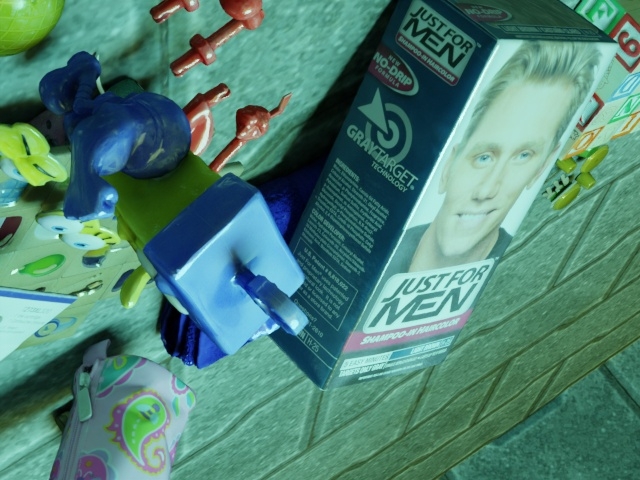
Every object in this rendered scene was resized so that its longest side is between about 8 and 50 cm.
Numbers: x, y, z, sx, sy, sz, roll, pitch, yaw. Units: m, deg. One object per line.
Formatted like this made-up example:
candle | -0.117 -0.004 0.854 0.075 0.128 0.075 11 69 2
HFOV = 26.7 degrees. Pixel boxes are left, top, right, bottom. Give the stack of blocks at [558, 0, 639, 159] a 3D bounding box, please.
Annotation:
stack of blocks | 0.355 -0.202 1.410 0.297 0.087 0.171 -21 155 -40

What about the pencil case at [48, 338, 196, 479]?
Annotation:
pencil case | -0.191 0.230 1.158 0.124 0.284 0.124 7 143 5

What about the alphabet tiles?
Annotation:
alphabet tiles | -0.224 0.019 0.938 0.342 0.011 0.285 -14 156 -40

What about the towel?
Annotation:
towel | 0.000 0.000 1.260 0.308 0.076 0.228 -28 159 -26

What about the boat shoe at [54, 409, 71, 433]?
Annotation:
boat shoe | -0.216 0.207 1.365 0.060 0.064 0.178 -32 158 -11

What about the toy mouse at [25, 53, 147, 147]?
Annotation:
toy mouse | -0.157 -0.065 0.899 0.161 0.031 0.143 -22 155 -39

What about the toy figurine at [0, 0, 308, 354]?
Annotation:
toy figurine | -0.064 -0.050 0.725 0.191 0.217 0.362 -36 151 -9

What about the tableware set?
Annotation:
tableware set | 0.327 -0.087 1.727 0.104 0.024 0.154 -43 159 5

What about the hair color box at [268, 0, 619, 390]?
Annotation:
hair color box | 0.093 -0.045 1.145 0.173 0.105 0.347 -8 132 -46

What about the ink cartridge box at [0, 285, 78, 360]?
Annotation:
ink cartridge box | -0.347 0.115 0.874 0.371 0.069 0.175 -35 161 16
